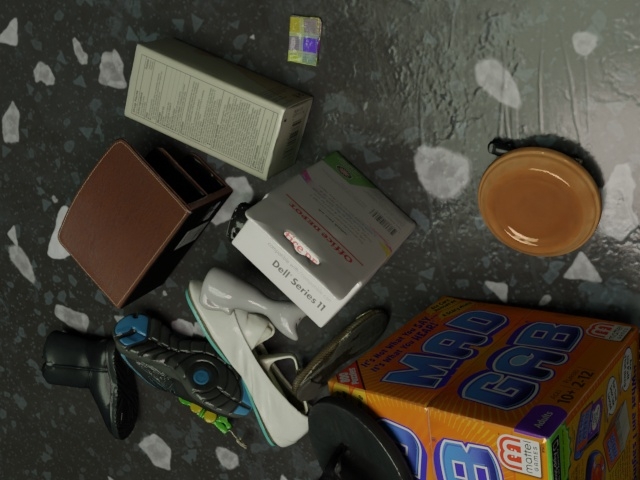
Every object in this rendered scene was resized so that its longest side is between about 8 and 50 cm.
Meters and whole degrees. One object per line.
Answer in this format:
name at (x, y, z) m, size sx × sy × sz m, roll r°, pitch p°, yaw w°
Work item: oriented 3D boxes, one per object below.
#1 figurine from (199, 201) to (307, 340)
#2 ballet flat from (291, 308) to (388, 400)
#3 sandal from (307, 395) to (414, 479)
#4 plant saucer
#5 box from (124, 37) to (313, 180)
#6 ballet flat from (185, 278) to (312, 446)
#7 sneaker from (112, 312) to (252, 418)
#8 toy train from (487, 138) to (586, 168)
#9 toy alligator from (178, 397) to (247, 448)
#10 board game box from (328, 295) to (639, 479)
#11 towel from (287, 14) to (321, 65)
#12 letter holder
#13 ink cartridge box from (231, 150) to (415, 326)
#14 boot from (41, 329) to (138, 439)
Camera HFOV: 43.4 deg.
figurine at (-0.093, 0.062, 1.510) m, size 0.209 × 0.092 × 0.215 m, roll 21°, pitch 81°, yaw 11°
ballet flat at (0.031, 0.212, 1.547) m, size 0.250 × 0.084 × 0.058 m, roll -48°, pitch 45°, yaw 19°
sandal at (0.075, 0.446, 1.180) m, size 0.167 × 0.107 × 0.446 m, roll -10°, pitch 102°, yaw 43°
plant saucer at (0.348, -0.054, 1.299) m, size 0.199 × 0.037 × 0.200 m, roll 16°, pitch 128°, yaw 22°
box at (-0.188, -0.244, 1.458) m, size 0.311 × 0.121 × 0.148 m, roll 27°, pitch 119°, yaw 14°
ballet flat at (-0.122, 0.229, 1.622) m, size 0.139 × 0.139 × 0.400 m, roll -21°, pitch 103°, yaw 30°
sneaker at (-0.290, 0.280, 1.734) m, size 0.340 × 0.125 × 0.140 m, roll 31°, pitch 145°, yaw 11°
toy train at (0.346, -0.135, 1.294) m, size 0.158 × 0.036 × 0.027 m, roll 15°, pitch 115°, yaw 20°
toy alligator at (-0.224, 0.381, 1.762) m, size 0.189 × 0.056 × 0.051 m, roll 33°, pitch 79°, yaw 11°
board game box at (0.276, 0.338, 1.284) m, size 0.356 × 0.356 × 0.357 m, roll 7°, pitch 113°, yaw 39°
towel at (-0.029, -0.351, 1.406) m, size 0.060 × 0.009 × 0.083 m, roll 15°, pitch 115°, yaw 19°
letter holder at (-0.360, -0.053, 1.600) m, size 0.214 × 0.152 × 0.302 m, roll 45°, pitch 121°, yaw 6°
ink cartridge box at (0.000, 0.000, 1.326) m, size 0.207 × 0.353 × 0.119 m, roll 43°, pitch 121°, yaw 5°
boot at (-0.536, 0.331, 1.861) m, size 0.207 × 0.094 × 0.247 m, roll 1°, pitch 103°, yaw 21°
